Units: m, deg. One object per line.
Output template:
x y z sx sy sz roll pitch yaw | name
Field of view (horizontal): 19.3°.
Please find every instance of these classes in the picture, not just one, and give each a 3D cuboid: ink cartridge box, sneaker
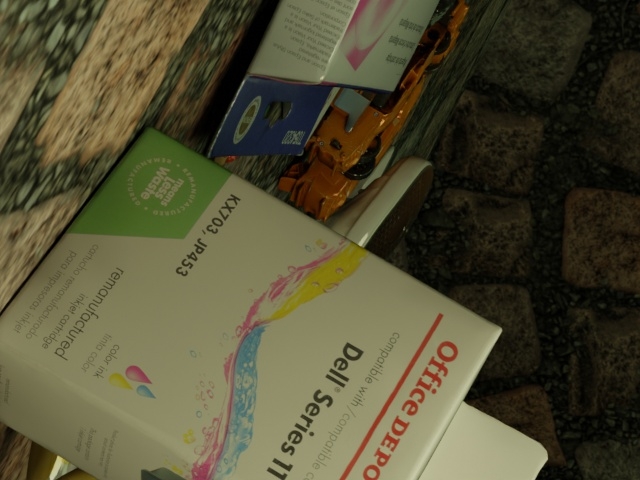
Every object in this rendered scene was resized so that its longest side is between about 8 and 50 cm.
0.042 -0.204 1.556 0.330 0.071 0.324 -65 170 9 | ink cartridge box
0.000 0.000 2.062 0.290 0.123 0.106 -49 159 -9 | sneaker
-0.022 0.103 1.257 0.207 0.353 0.119 -57 174 -32 | ink cartridge box

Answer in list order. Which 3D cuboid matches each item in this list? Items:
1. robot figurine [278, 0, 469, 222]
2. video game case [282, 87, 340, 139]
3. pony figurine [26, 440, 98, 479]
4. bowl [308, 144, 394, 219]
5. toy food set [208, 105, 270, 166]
0.065 -0.169 2.015 0.291 0.085 0.211 -57 174 -26 | robot figurine
0.025 -0.203 1.792 0.206 0.026 0.227 -59 174 -13 | video game case
-0.189 0.340 1.386 0.303 0.351 0.363 8 -122 50 | pony figurine
0.034 -0.063 2.430 0.142 0.053 0.142 -63 173 29 | bowl
-0.067 -0.095 1.554 0.082 0.020 0.083 -60 174 -6 | toy food set
